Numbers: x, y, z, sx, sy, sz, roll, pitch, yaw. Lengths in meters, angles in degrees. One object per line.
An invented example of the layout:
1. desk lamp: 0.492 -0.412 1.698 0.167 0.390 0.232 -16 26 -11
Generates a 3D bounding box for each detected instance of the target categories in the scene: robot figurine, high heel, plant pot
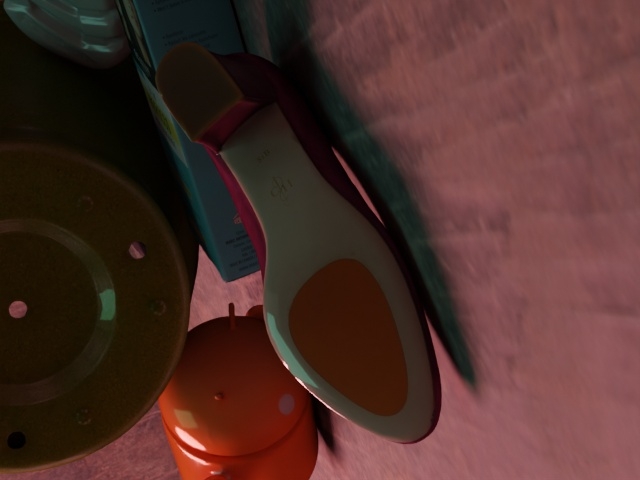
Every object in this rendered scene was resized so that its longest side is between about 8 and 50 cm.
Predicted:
1. robot figurine: -0.067 0.149 1.161 0.128 0.158 0.219 42 157 29
2. high heel: 0.000 0.000 0.748 0.244 0.082 0.117 52 -166 16
3. plant pot: -0.245 0.007 1.093 0.353 0.366 0.366 -138 29 -70

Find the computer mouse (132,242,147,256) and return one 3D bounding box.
1. computer mouse: -0.223 -0.046 1.752 0.184 0.060 0.262 59 178 23

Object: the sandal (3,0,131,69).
1. sandal: -0.191 -0.291 0.943 0.169 0.102 0.416 25 148 14

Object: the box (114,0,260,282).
1. box: -0.082 -0.101 0.930 0.100 0.060 0.244 -130 21 -59
